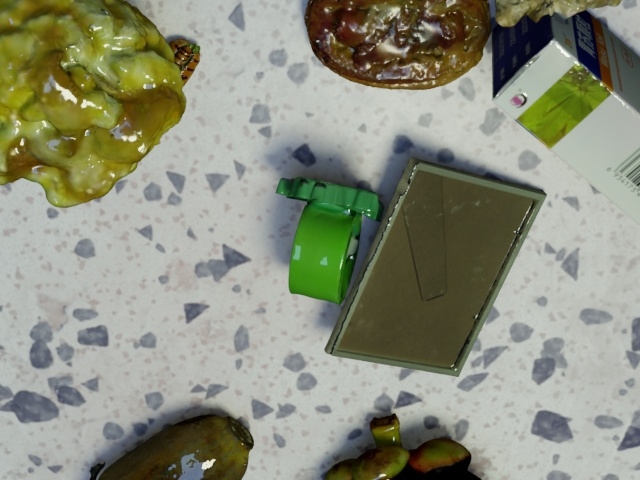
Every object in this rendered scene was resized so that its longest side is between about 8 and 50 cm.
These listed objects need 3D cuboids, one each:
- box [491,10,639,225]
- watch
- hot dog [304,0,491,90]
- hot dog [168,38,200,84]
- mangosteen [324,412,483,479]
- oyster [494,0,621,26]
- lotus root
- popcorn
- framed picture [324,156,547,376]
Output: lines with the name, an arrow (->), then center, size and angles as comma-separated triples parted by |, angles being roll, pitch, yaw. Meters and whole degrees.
box -> 0.345, -0.153, 1.466 | 0.299, 0.200, 0.106 | 38, 120, -16
watch -> 0.000, 0.000, 1.545 | 0.131, 0.165, 0.152 | 14, 93, 6
hot dog -> 0.093, -0.264, 1.477 | 0.227, 0.099, 0.160 | -4, 112, 3
hot dog -> -0.194, -0.199, 1.524 | 0.049, 0.037, 0.122 | 34, 105, -11
mangosteen -> 0.120, 0.387, 1.680 | 0.275, 0.275, 0.302 | -13, 79, 3
oyster -> 0.317, -0.347, 1.370 | 0.221, 0.361, 0.096 | 21, 154, 15
lotus root -> -0.205, 0.326, 1.694 | 0.241, 0.123, 0.124 | -31, 119, 13
popcorn -> -0.307, -0.179, 1.403 | 0.282, 0.247, 0.282 | -8, 127, -11
framed picture -> 0.150, 0.043, 1.608 | 0.211, 0.020, 0.289 | 12, 113, -28
